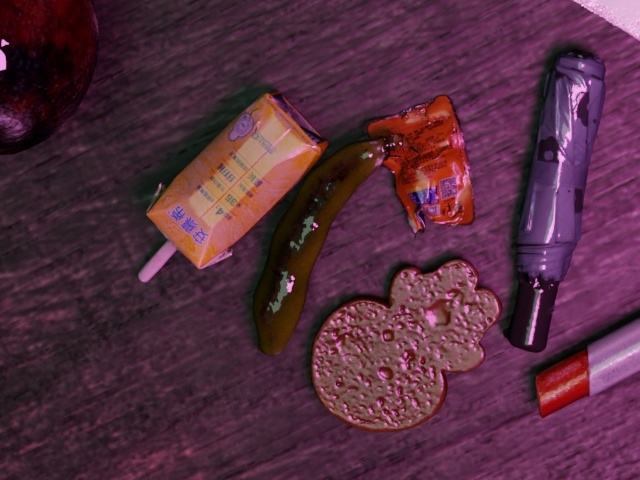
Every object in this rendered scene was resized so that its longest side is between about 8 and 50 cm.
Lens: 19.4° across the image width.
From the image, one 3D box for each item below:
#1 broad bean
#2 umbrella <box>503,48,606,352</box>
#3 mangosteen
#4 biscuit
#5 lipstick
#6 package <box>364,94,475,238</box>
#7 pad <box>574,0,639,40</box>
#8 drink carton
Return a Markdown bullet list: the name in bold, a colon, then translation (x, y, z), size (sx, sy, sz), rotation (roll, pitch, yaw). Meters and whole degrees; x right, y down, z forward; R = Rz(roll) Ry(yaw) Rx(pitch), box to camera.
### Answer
- **broad bean**: translation (-0.004, -0.004, 1.555), size (0.069, 0.039, 0.227), rotation (38, 110, 9)
- **umbrella**: translation (0.193, -0.031, 1.529), size (0.052, 0.053, 0.250), rotation (8, 97, -12)
- **mangosteen**: translation (-0.278, -0.173, 1.494), size (0.216, 0.216, 0.216), rotation (1, 98, 6)
- **biscuit**: translation (0.072, 0.089, 1.576), size (0.175, 0.026, 0.124), rotation (-38, 94, 10)
- **lipstick**: translation (0.294, 0.067, 1.530), size (0.274, 0.061, 0.068), rotation (-29, 96, 10)
- **package**: translation (0.086, -0.059, 1.550), size (0.077, 0.033, 0.110), rotation (-16, 92, 18)
- **pad**: translation (0.300, -0.229, 1.515), size (0.232, 0.004, 0.156), rotation (30, 100, 1)
- **drink carton**: translation (-0.088, -0.033, 1.554), size (0.084, 0.074, 0.200), rotation (45, 99, -1)
